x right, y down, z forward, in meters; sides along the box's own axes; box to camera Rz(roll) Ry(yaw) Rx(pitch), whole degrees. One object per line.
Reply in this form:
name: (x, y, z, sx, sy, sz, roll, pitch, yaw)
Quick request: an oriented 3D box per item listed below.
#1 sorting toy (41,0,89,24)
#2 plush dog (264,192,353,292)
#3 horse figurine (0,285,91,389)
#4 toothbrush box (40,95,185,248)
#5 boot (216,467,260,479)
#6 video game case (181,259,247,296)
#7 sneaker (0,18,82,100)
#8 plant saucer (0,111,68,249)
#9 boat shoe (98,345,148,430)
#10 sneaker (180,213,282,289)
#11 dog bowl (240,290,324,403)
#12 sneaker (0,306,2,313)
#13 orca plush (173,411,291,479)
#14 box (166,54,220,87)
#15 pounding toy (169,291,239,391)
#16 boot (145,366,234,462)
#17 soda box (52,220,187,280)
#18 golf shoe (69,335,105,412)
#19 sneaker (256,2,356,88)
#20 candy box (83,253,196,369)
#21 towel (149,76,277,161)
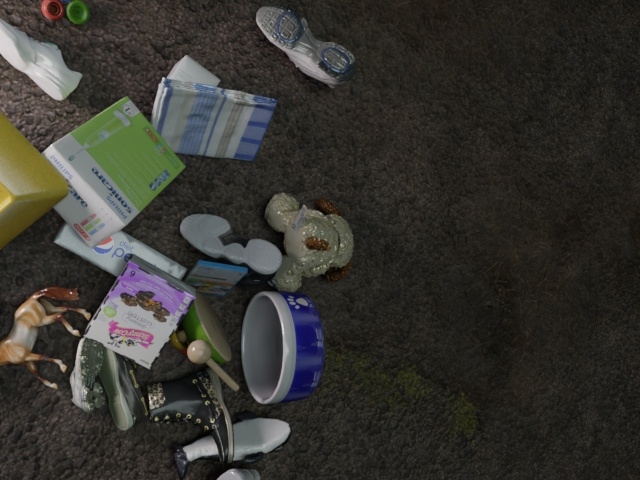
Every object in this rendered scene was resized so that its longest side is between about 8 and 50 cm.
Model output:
sorting toy: (-0.576, -0.522, 1.423, 0.102, 0.042, 0.061, -3, 107, -38)
plush dog: (0.000, 0.000, 1.632, 0.225, 0.210, 0.263, -7, 93, -49)
horse figurine: (-0.615, 0.205, 1.373, 0.174, 0.066, 0.263, 25, 87, -11)
toothbrush box: (-0.450, -0.152, 1.355, 0.206, 0.122, 0.283, 51, 30, -17)
boot: (-0.255, 0.652, 1.540, 0.258, 0.123, 0.095, -41, 64, 8)
video game case: (-0.258, 0.093, 1.505, 0.119, 0.166, 0.015, 11, 61, -26)
sneaker: (-0.621, -0.411, 1.385, 0.212, 0.080, 0.094, 46, 59, -26)
plant saucer: (-0.710, -0.125, 1.210, 0.333, 0.332, 0.081, 51, 27, -17)
boat shoe: (-0.457, 0.315, 1.454, 0.068, 0.081, 0.228, -14, 89, -49)
sneaker: (-0.221, 0.039, 1.555, 0.268, 0.153, 0.101, 23, 58, 11)
dog bowl: (-0.097, 0.254, 1.524, 0.104, 0.265, 0.265, 3, 88, -29)
sneaker: (-0.767, 0.177, 1.316, 0.209, 0.069, 0.082, -41, 71, -10)
orca plush: (-0.211, 0.526, 1.560, 0.287, 0.151, 0.102, -19, 129, -28)
box: (-0.314, -0.368, 1.511, 0.102, 0.101, 0.087, 33, 75, -24)
pounding toy: (-0.292, 0.241, 1.473, 0.110, 0.237, 0.183, -27, 129, 0)
boot: (-0.306, 0.422, 1.486, 0.178, 0.085, 0.236, -7, 60, -23)
soda box: (-0.455, 0.033, 1.445, 0.286, 0.091, 0.098, 33, 78, -22)
golf shoe: (-0.532, 0.292, 1.409, 0.069, 0.086, 0.176, -3, 96, -59)
sneaker: (-0.049, -0.492, 1.642, 0.297, 0.129, 0.111, 40, 75, -1)
candy box: (-0.394, 0.157, 1.393, 0.164, 0.070, 0.196, 31, 95, -16)
towel: (-0.260, -0.274, 1.498, 0.285, 0.209, 0.034, 4, 48, -27)
